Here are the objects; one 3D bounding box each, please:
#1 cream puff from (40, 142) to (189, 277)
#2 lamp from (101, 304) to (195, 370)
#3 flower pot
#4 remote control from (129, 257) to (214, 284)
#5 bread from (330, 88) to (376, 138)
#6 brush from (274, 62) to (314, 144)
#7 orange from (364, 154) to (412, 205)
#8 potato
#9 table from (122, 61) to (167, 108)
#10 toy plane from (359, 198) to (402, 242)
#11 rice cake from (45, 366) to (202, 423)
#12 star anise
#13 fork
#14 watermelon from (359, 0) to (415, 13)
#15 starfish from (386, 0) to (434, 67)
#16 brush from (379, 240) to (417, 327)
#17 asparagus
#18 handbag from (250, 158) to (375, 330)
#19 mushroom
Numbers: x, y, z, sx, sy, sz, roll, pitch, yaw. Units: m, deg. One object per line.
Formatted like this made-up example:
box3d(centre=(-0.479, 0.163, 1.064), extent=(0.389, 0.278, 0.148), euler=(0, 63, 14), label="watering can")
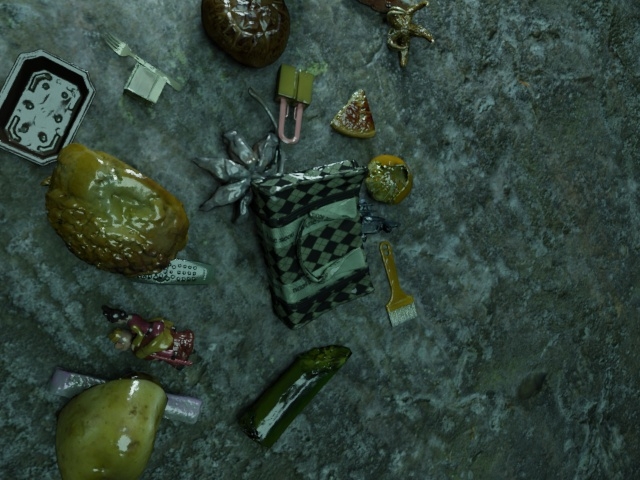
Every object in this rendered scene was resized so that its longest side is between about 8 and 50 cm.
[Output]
box3d(centre=(-0.473, -0.051, 1.212), extent=(0.231, 0.327, 0.343), euler=(-57, 151, -9), label="cream puff")
box3d(centre=(-0.443, 0.247, 1.343), extent=(0.253, 0.118, 0.118), euler=(23, 82, -29), label="lamp")
box3d(centre=(-0.655, -0.307, 1.257), extent=(0.178, 0.084, 0.251), euler=(25, 82, -22), label="flower pot")
box3d(centre=(-0.392, 0.082, 1.402), extent=(0.221, 0.042, 0.072), euler=(6, 89, -22), label="remote control")
box3d(centre=(0.117, -0.360, 1.607), extent=(0.136, 0.054, 0.154), euler=(40, 82, -18), label="bread")
box3d(centre=(-0.081, -0.374, 1.495), extent=(0.103, 0.047, 0.234), euler=(12, 72, -22), label="brush")
box3d(centre=(0.208, -0.185, 1.610), extent=(0.156, 0.134, 0.157), euler=(7, 75, -26), label="orange")
box3d(centre=(-0.488, 0.464, 1.227), extent=(0.285, 0.242, 0.243), euler=(-22, 101, 3), label="potato")
box3d(centre=(-0.447, -0.393, 1.356), extent=(0.083, 0.062, 0.079), euler=(26, 81, -22), label="table")
box3d(centre=(0.157, -0.044, 1.619), extent=(0.246, 0.078, 0.169), euler=(3, 117, -27), label="toy plane")
box3d(centre=(-0.483, 0.400, 1.357), extent=(0.398, 0.064, 0.070), euler=(20, 73, -22), label="rice cake")
box3d(centre=(-0.199, -0.189, 1.426), extent=(0.316, 0.139, 0.360), euler=(-39, 109, -27), label="star anise")
box3d(centre=(-0.455, -0.458, 1.376), extent=(0.219, 0.028, 0.034), euler=(32, 71, -25), label="fork")
box3d(centre=(0.182, -0.776, 1.617), extent=(0.241, 0.094, 0.154), euler=(29, 86, -25), label="watermelon")
box3d(centre=(0.277, -0.638, 1.647), extent=(0.146, 0.074, 0.190), euler=(-7, 117, -9), label="starfish")
box3d(centre=(0.235, 0.133, 1.691), extent=(0.103, 0.013, 0.272), euler=(-19, 98, -22), label="brush")
box3d(centre=(-0.064, 0.418, 1.520), extent=(0.382, 0.108, 0.128), euler=(-44, 106, -18), label="asparagus")
box3d(centre=(0.000, 0.000, 1.441), extent=(0.316, 0.180, 0.416), euler=(-20, 120, -21), label="handbag")
box3d(centre=(-0.194, -0.589, 1.420), extent=(0.253, 0.153, 0.253), euler=(4, 81, -29), label="mushroom")
